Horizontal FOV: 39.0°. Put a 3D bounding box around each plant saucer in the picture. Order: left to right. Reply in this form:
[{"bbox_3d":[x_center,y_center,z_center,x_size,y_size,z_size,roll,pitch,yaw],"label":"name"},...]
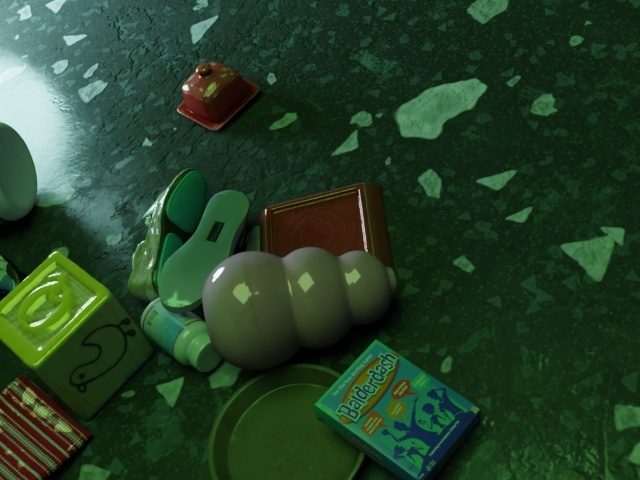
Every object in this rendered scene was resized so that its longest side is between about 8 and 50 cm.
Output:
[{"bbox_3d":[-0.050,0.330,1.484,0.277,0.041,0.278,-11,49,12],"label":"plant saucer"},{"bbox_3d":[0.000,0.000,1.730,0.259,0.048,0.258,-13,49,10],"label":"plant saucer"}]

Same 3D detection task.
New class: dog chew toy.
[{"bbox_3d":[-0.032,0.103,1.563,0.331,0.207,0.207,-12,48,-2],"label":"dog chew toy"}]

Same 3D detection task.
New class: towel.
[{"bbox_3d":[-0.569,0.372,1.584,0.199,0.031,0.275,35,54,22],"label":"towel"}]

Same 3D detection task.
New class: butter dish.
[{"bbox_3d":[-0.249,-0.354,2.067,0.160,0.118,0.160,31,68,36],"label":"butter dish"}]

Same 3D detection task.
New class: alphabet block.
[{"bbox_3d":[-0.458,0.174,1.662,0.193,0.197,0.192,28,67,36],"label":"alphabet block"}]

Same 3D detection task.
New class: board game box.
[{"bbox_3d":[0.120,0.272,1.424,0.210,0.047,0.160,31,59,27],"label":"board game box"}]

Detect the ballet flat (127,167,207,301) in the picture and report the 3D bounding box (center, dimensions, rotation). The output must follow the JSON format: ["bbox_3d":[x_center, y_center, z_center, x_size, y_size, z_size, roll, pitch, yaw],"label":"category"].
[{"bbox_3d":[-0.320,-0.015,1.833,0.106,0.107,0.316,-11,48,31],"label":"ballet flat"}]

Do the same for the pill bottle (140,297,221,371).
[{"bbox_3d":[-0.251,0.174,1.657,0.160,0.087,0.087,31,68,36],"label":"pill bottle"}]

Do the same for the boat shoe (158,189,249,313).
[{"bbox_3d":[-0.218,0.038,1.732,0.113,0.105,0.306,10,47,8],"label":"boat shoe"}]

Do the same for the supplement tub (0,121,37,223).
[{"bbox_3d":[-0.827,-0.127,2.031,0.316,0.228,0.228,-12,49,11],"label":"supplement tub"}]

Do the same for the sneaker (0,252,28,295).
[{"bbox_3d":[-0.664,0.088,1.902,0.081,0.080,0.211,-49,42,-12],"label":"sneaker"}]
